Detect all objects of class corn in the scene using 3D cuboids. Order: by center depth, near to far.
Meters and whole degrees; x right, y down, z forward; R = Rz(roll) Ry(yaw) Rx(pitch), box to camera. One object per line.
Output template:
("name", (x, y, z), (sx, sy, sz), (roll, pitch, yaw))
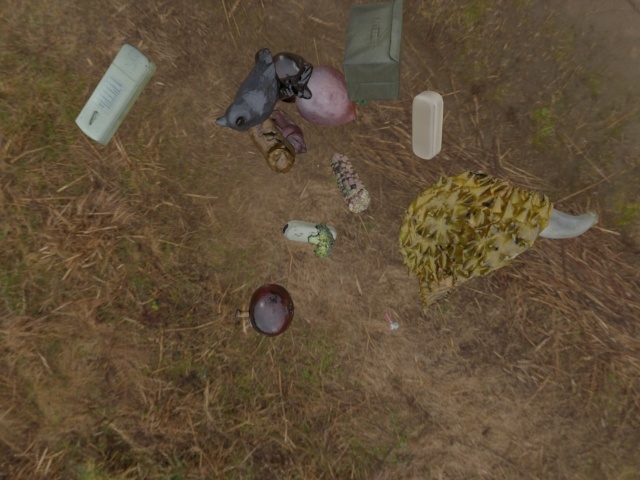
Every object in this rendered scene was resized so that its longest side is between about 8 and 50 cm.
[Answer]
("corn", (0.104, -0.215, 1.509), (0.092, 0.280, 0.092), (-14, 142, -11))

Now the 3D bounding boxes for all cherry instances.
("cherry", (0.026, -0.569, 1.627), (0.239, 0.206, 0.239), (-9, 62, 17))

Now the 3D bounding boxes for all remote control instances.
("remote control", (-0.477, -0.340, 0.951), (0.098, 0.038, 0.233), (40, 97, 14))
("remote control", (-0.034, -0.025, 1.471), (0.221, 0.042, 0.078), (8, 129, -36))

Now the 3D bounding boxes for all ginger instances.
("ginger", (-0.167, -0.335, 1.341), (0.107, 0.133, 0.309), (-27, 66, -6))

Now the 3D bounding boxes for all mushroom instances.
("mushroom", (0.871, -0.063, 1.476), (0.270, 0.103, 0.118), (5, 89, -6))

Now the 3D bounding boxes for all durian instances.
("durian", (0.256, -0.024, 0.745), (0.305, 0.185, 0.196), (-38, 90, 12))

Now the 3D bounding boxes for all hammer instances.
("hammer", (0.316, 0.362, 1.838), (0.031, 0.052, 0.083), (-48, 60, 36))

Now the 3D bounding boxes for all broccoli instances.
("broccoli", (0.000, 0.000, 1.285), (0.092, 0.097, 0.095), (5, 72, 9))

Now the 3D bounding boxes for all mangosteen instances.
("mangosteen", (-0.142, -0.676, 1.722), (0.216, 0.216, 0.216), (0, 100, 0))
("mangosteen", (-0.247, 0.314, 1.801), (0.261, 0.235, 0.236), (-10, 100, 8))

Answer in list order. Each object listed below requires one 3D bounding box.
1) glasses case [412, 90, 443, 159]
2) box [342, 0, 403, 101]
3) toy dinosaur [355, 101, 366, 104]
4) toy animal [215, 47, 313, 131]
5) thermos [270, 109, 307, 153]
("glasses case", (0.310, -0.332, 1.187), (0.050, 0.083, 0.196), (-34, 137, -26))
("box", (0.155, -0.536, 1.159), (0.149, 0.155, 0.231), (2, 69, 12))
("toy dinosaur", (0.163, -0.651, 1.813), (0.096, 0.132, 0.059), (27, 79, 37))
("toy animal", (-0.108, -0.277, 0.743), (0.121, 0.210, 0.117), (6, 125, 27))
("thermos", (-0.145, -0.455, 1.684), (0.109, 0.330, 0.136), (-26, 127, -3))
